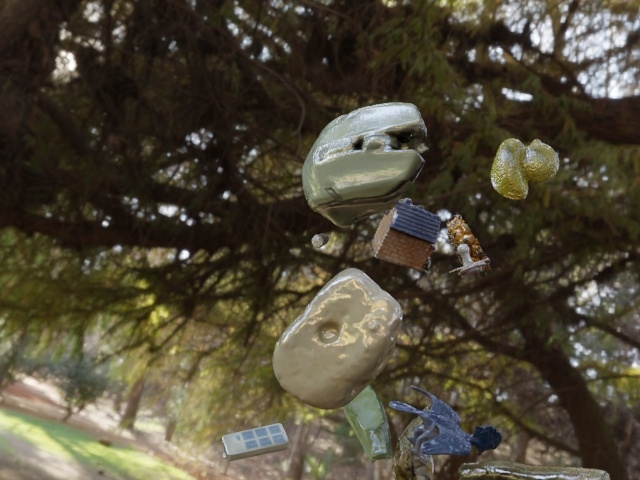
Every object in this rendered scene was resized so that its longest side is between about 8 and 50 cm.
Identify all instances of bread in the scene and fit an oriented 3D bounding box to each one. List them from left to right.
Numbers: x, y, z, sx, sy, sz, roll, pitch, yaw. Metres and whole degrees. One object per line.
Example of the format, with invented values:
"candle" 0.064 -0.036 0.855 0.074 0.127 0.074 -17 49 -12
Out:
"bread" 0.478 -0.177 1.511 0.150 0.187 0.065 11 -34 19

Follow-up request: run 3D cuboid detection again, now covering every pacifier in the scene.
"pacifier" 0.346 0.044 1.521 0.099 0.078 0.081 -17 -8 -3

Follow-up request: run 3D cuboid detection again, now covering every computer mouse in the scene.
"computer mouse" 0.065 -0.168 1.421 0.146 0.228 0.429 16 -17 -28

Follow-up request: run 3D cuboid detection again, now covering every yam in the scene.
"yam" 0.000 0.000 1.465 0.032 0.032 0.145 17 4 5
"yam" 0.446 0.506 1.364 0.318 0.071 0.067 -10 -64 35

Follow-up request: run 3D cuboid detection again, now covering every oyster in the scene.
"oyster" 0.249 0.542 1.630 0.094 0.294 0.166 -16 -61 32

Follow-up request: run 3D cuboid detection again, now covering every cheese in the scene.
"cheese" 0.035 0.211 1.236 0.174 0.248 0.251 41 -14 19

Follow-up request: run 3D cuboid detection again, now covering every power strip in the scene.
"power strip" -0.182 0.564 1.805 0.192 0.035 0.081 -6 31 -20

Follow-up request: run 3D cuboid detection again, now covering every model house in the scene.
"model house" 0.238 -0.035 1.770 0.167 0.172 0.183 16 20 -10

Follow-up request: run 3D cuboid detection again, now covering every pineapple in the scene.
"pineapple" 0.462 0.018 2.061 0.224 0.076 0.225 58 4 -6

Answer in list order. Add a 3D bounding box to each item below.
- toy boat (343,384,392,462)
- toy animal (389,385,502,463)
"toy boat" 0.104 0.396 1.509 0.093 0.055 0.293 -9 24 -8
"toy animal" 0.279 0.425 1.479 0.255 0.176 0.239 45 9 -14
